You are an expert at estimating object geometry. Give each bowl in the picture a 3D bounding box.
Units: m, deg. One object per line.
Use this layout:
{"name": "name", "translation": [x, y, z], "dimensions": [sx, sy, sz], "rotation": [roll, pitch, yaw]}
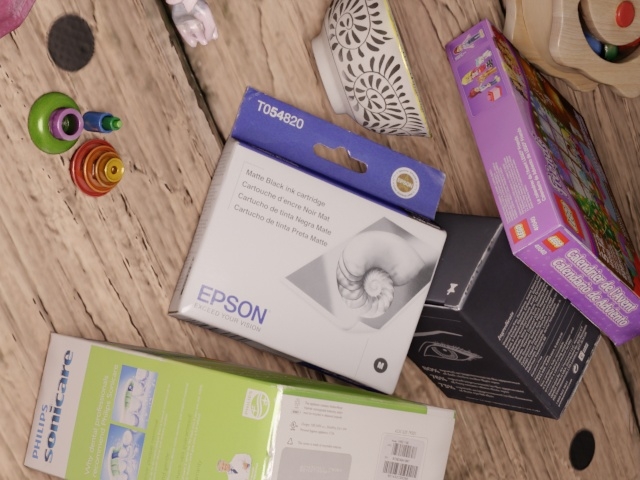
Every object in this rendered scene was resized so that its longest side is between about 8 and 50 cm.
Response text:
{"name": "bowl", "translation": [0.040, -0.162, 1.543], "dimensions": [0.080, 0.170, 0.170], "rotation": [-19, 116, 5]}

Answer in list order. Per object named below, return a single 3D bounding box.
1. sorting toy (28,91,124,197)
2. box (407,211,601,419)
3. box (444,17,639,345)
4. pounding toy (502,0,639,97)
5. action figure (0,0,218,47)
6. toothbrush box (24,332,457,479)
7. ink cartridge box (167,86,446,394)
{"name": "sorting toy", "translation": [-0.189, -0.081, 1.374], "dimensions": [0.061, 0.042, 0.102], "rotation": [-56, 129, -24]}
{"name": "box", "translation": [0.152, 0.071, 1.653], "dimensions": [0.207, 0.153, 0.108], "rotation": [47, 63, -38]}
{"name": "box", "translation": [0.228, -0.060, 1.657], "dimensions": [0.201, 0.057, 0.293], "rotation": [37, 29, -41]}
{"name": "pounding toy", "translation": [0.331, -0.233, 1.788], "dimensions": [0.269, 0.155, 0.154], "rotation": [18, 87, -44]}
{"name": "action figure", "translation": [-0.184, -0.260, 1.233], "dimensions": [0.370, 0.248, 0.275], "rotation": [-28, 89, -17]}
{"name": "toothbrush box", "translation": [-0.067, 0.162, 1.356], "dimensions": [0.206, 0.283, 0.122], "rotation": [14, 85, -44]}
{"name": "ink cartridge box", "translation": [0.000, 0.000, 1.513], "dimensions": [0.223, 0.045, 0.224], "rotation": [22, 78, -20]}
